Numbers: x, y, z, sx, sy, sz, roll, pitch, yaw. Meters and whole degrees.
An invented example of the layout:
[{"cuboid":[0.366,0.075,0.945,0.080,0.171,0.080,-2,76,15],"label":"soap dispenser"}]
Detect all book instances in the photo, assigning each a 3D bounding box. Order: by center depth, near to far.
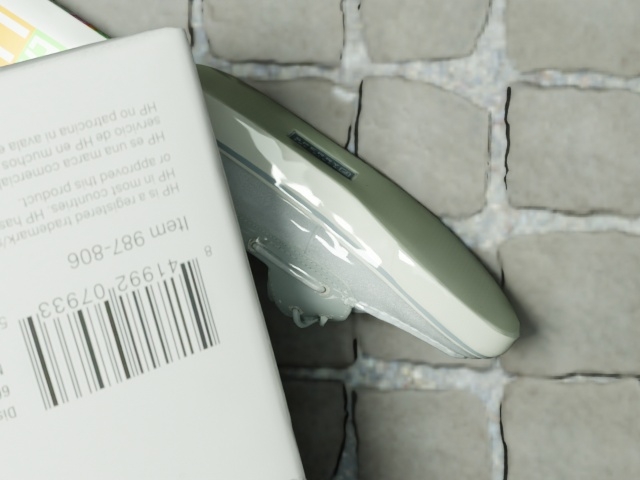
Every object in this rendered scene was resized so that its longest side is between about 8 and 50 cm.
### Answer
[{"cuboid":[-0.189,-0.104,0.755,0.144,0.035,0.096,33,98,4],"label":"book"}]

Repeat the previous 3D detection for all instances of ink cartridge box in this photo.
[{"cuboid":[-0.165,0.129,0.641,0.285,0.166,0.395,-19,102,-24],"label":"ink cartridge box"}]

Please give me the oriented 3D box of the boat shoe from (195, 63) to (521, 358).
[{"cuboid":[-0.001,0.000,0.723,0.227,0.079,0.081,38,112,7],"label":"boat shoe"}]
